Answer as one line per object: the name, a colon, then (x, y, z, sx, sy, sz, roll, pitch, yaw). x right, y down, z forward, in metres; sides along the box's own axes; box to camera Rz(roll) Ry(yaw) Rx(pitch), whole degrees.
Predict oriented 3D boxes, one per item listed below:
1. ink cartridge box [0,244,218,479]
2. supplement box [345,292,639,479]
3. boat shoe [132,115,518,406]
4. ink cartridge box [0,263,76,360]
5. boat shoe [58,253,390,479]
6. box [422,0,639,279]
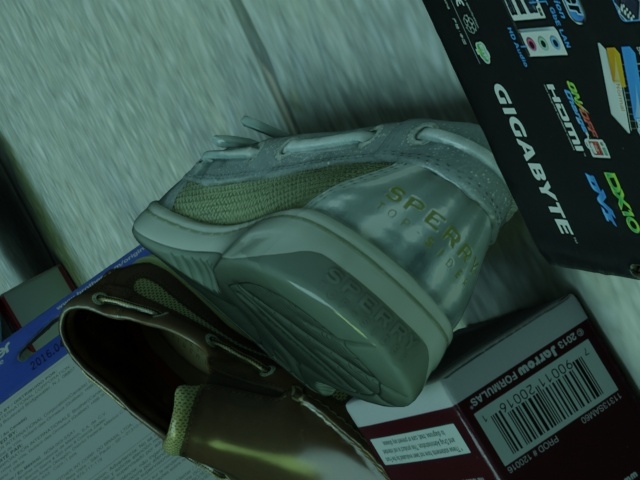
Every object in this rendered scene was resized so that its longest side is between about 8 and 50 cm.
ink cartridge box: (-0.109, 0.145, 1.062, 0.065, 0.186, 0.311, 50, -176, -44)
supplement box: (0.116, 0.148, 0.743, 0.239, 0.073, 0.130, 60, 161, -1)
boat shoe: (-0.002, -0.002, 0.791, 0.118, 0.103, 0.320, 42, 171, -10)
ink cartridge box: (-0.234, 0.094, 1.549, 0.109, 0.063, 0.150, 58, 161, 3)
boat shoe: (-0.042, 0.096, 0.920, 0.257, 0.095, 0.095, 31, 121, 36)
box: (0.090, -0.121, 0.394, 0.295, 0.073, 0.293, 63, 160, -14)
